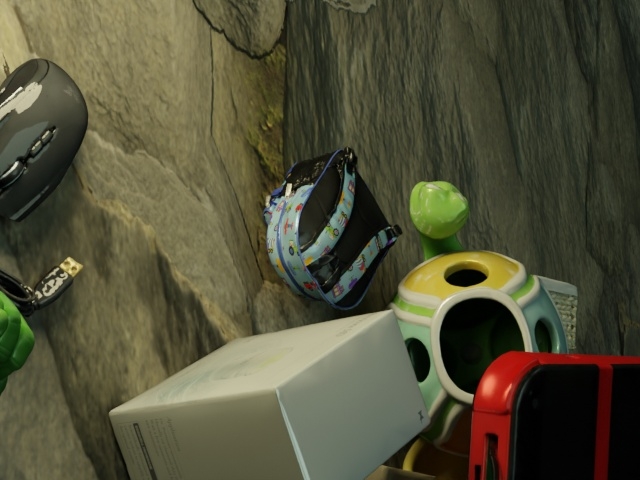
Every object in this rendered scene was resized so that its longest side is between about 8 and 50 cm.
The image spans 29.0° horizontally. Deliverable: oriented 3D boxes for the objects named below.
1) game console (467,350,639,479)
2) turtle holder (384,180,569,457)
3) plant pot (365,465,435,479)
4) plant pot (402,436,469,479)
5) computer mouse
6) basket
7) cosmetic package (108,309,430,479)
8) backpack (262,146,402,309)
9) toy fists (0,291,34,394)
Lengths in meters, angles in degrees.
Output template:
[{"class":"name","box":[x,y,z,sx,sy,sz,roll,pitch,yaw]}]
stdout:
[{"class":"game console","box":[0.290,0.324,1.419,0.342,0.060,0.387,7,86,-45]},{"class":"turtle holder","box":[0.196,0.105,1.524,0.227,0.243,0.320,70,34,-81]},{"class":"plant pot","box":[0.058,0.314,1.472,0.109,0.109,0.096,23,74,-49]},{"class":"plant pot","box":[0.245,0.382,1.600,0.254,0.254,0.239,-41,128,-50]},{"class":"computer mouse","box":[-0.264,-0.050,1.174,0.184,0.060,0.262,56,41,-26]},{"class":"basket","box":[0.302,0.112,1.851,0.167,0.113,0.103,14,73,-51]},{"class":"cosmetic package","box":[-0.048,0.181,1.259,0.224,0.224,0.138,-28,103,-54]},{"class":"backpack","box":[0.000,0.000,1.467,0.158,0.117,0.173,57,40,-27]},{"class":"toy fists","box":[-0.322,0.097,0.944,0.279,0.096,0.142,-2,110,-66]}]
